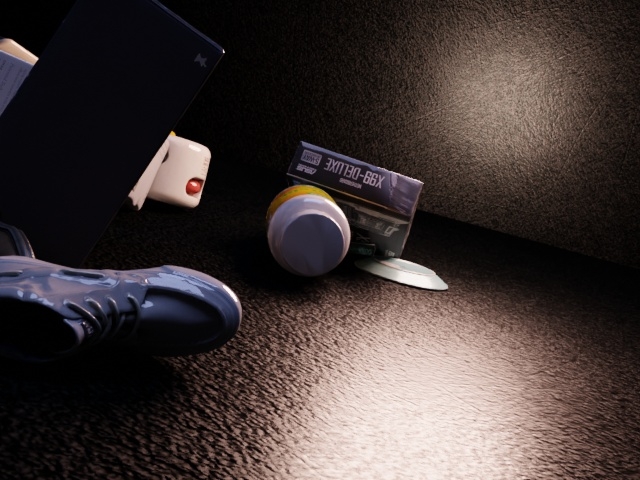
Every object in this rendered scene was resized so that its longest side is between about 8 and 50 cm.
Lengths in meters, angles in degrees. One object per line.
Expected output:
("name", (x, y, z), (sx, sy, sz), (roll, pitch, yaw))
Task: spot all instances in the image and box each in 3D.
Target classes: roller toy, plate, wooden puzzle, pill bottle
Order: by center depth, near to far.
("pill bottle", (-0.022, -0.015, 1.453), (0.136, 0.136, 0.245), (13, 9, -7))
("wooden puzzle", (-0.596, -0.348, 1.597), (0.239, 0.044, 0.221), (19, -8, 25))
("plate", (0.159, 0.058, 1.672), (0.188, 0.024, 0.188), (15, 9, -2))
("roller toy", (-0.324, -0.154, 1.751), (0.209, 0.146, 0.191), (15, 0, -35))

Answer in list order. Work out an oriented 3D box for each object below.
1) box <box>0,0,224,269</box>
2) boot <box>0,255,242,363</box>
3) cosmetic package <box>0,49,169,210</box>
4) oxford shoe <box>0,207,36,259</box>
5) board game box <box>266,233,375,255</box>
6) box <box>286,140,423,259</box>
("box", (-0.304, -0.166, 1.161), (0.179, 0.343, 0.312), (34, 3, -16))
("boot", (-0.201, 0.076, 0.777), (0.258, 0.095, 0.123), (5, 15, -6))
("cosmetic package", (-0.479, -0.202, 1.534), (0.385, 0.156, 0.217), (22, -7, -6))
("oxford shoe", (-0.359, 0.024, 0.908), (0.096, 0.082, 0.227), (-24, 35, -32))
("board game box", (0.000, 0.000, 1.696), (0.126, 0.026, 0.186), (7, 4, -42))
("box", (0.064, -0.068, 1.699), (0.242, 0.076, 0.307), (20, -17, 6))
